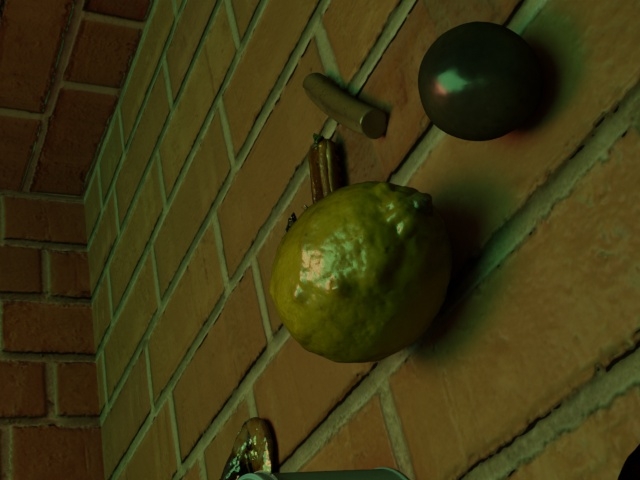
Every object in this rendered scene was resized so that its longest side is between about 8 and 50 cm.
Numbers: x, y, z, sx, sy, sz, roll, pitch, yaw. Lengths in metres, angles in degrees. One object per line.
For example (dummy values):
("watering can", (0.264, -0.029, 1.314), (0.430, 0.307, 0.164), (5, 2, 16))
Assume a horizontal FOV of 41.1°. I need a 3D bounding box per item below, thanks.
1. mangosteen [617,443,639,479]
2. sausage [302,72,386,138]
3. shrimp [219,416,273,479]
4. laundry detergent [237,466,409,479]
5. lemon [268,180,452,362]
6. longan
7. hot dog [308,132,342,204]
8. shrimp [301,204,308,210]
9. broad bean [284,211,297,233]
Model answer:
("mangosteen", (0.388, 0.271, 0.760), (0.265, 0.228, 0.228), (59, 161, -21))
("sausage", (0.038, -0.267, 1.665), (0.301, 0.065, 0.066), (47, 126, 58))
("shrimp", (-0.159, 0.539, 1.895), (0.178, 0.075, 0.289), (38, 106, 55))
("laundry detergent", (-0.018, 0.510, 1.359), (0.287, 0.305, 0.287), (-21, 66, 60))
("lemon", (0.068, 0.051, 1.339), (0.316, 0.285, 0.285), (-8, 77, 39))
("longan", (0.223, -0.223, 1.206), (0.187, 0.167, 0.167), (16, 99, 41))
("hot dog", (0.013, -0.122, 1.691), (0.072, 0.055, 0.188), (-33, 56, 53))
("shrimp", (0.000, 0.000, 1.682), (0.065, 0.056, 0.165), (-43, 60, 32))
("broad bean", (-0.031, 0.093, 1.726), (0.144, 0.049, 0.292), (111, 145, -51))
